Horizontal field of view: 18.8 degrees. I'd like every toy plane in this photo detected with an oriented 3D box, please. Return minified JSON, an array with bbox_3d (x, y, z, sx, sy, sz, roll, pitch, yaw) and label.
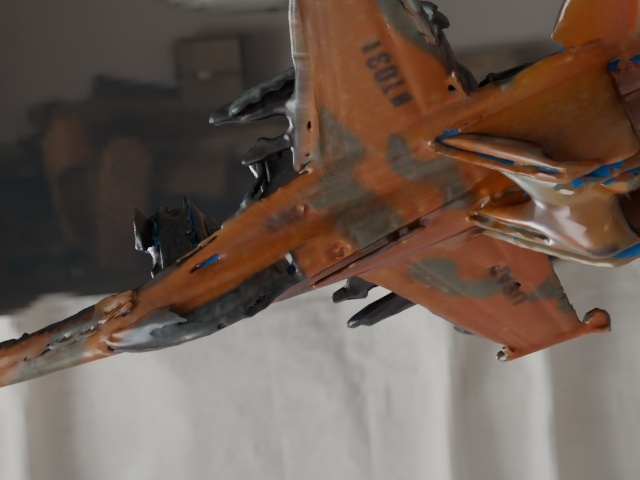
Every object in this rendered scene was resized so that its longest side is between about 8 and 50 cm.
[{"bbox_3d":[0.000,-0.008,0.447,0.188,0.135,0.062,-17,-140,20],"label":"toy plane"}]
